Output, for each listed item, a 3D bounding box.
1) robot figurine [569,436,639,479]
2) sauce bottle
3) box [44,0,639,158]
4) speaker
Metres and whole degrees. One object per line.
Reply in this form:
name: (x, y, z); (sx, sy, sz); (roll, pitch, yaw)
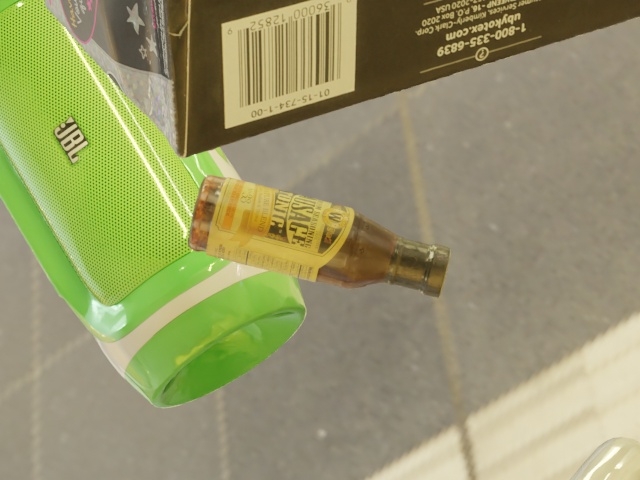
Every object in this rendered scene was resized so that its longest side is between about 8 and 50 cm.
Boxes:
robot figurine: (0.188, 0.276, 1.174); (0.200, 0.300, 0.353); (10, 31, 35)
sauce bottle: (0.000, 0.000, 0.918); (0.042, 0.128, 0.042); (-168, 90, -90)
box: (0.020, -0.160, 0.737); (0.142, 0.247, 0.163); (48, 148, 44)
speaker: (-0.131, -0.049, 1.141); (0.131, 0.131, 0.296); (-40, 73, 24)
